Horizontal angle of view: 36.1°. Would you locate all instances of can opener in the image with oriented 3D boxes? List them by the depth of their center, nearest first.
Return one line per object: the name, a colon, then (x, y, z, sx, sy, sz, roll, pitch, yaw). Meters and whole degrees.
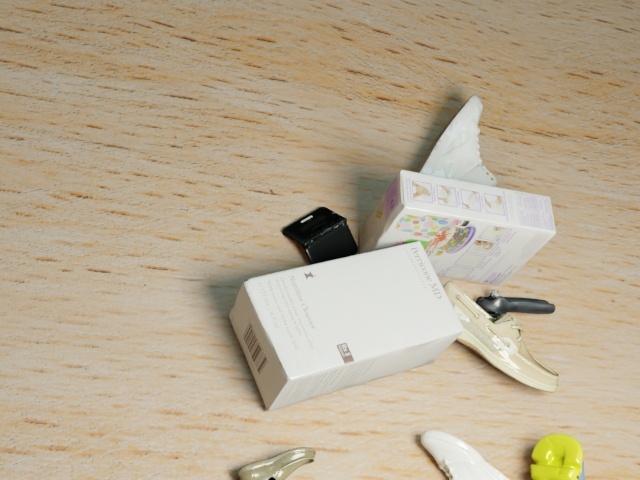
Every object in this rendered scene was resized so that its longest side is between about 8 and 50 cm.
can opener: (0.410, 0.139, 2.076, 0.186, 0.073, 0.059, -2, 22, -26)

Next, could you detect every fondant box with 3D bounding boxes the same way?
fondant box: (0.272, -0.019, 1.996, 0.330, 0.238, 0.096, 8, 58, -17)

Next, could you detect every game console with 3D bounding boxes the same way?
game console: (0.000, 0.000, 2.019, 0.122, 0.071, 0.107, -31, 45, -33)

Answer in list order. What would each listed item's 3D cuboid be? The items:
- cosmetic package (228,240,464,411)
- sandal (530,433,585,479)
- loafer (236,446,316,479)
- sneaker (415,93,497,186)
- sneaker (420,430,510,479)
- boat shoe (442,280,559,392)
cosmetic package: (0.049, 0.156, 1.855, 0.384, 0.156, 0.217, -15, 65, -27)
sandal: (0.431, 0.525, 1.810, 0.138, 0.126, 0.317, 50, 58, -38)
loafer: (-0.074, 0.404, 1.723, 0.148, 0.056, 0.050, -15, 67, -17)
sneaker: (0.332, -0.183, 2.208, 0.169, 0.108, 0.293, 34, 64, -1)
sneaker: (0.264, 0.439, 1.822, 0.212, 0.080, 0.094, 37, 66, 2)
boat shoe: (0.358, 0.193, 1.966, 0.302, 0.109, 0.098, 34, 97, 6)
